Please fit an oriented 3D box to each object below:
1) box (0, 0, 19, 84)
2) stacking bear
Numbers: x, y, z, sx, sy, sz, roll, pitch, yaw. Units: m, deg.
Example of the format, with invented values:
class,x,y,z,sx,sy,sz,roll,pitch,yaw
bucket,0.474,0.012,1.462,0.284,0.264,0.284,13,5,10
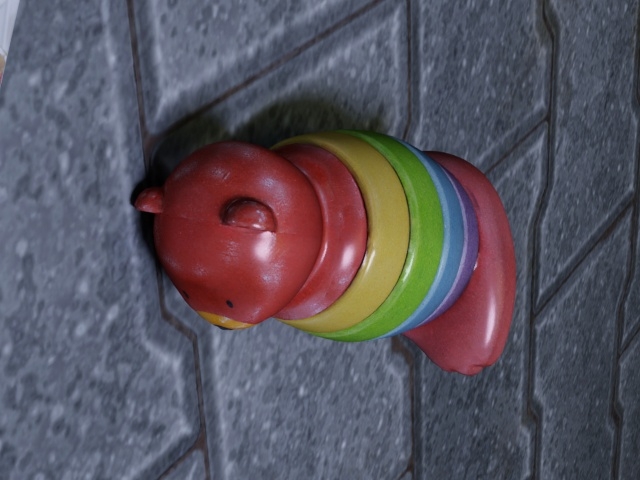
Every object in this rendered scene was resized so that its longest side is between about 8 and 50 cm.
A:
class,x,y,z,sx,sy,sz,roll,pitch,yaw
box,-0.187,-0.106,0.653,0.063,0.067,0.324,10,94,-62
stacking bear,0.000,0.000,0.964,0.289,0.175,0.164,6,99,-55
